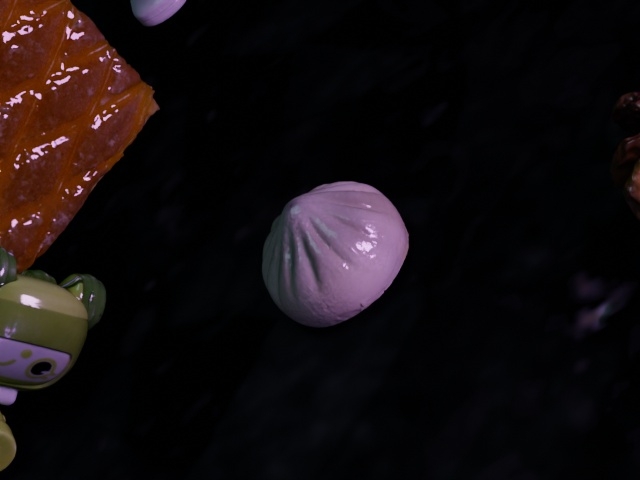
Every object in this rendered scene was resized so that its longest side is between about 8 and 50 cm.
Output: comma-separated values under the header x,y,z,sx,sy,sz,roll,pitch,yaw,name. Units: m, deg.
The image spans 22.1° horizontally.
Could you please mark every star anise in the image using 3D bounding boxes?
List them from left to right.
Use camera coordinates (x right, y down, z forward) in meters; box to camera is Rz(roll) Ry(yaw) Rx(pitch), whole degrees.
x,y,z,sx,sy,sz,roll,pitch,yaw,name
0.309,-0.087,1.213,0.234,0.073,0.177,13,70,44,star anise

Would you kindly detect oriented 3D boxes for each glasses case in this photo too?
x,y,z,sx,sy,sz,roll,pitch,yaw,name
-0.201,-0.331,2.044,0.074,0.049,0.193,-32,35,16,glasses case

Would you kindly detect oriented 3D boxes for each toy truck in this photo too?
x,y,z,sx,sy,sz,roll,pitch,yaw,name
-0.324,0.104,1.607,0.187,0.148,0.210,28,99,54,toy truck

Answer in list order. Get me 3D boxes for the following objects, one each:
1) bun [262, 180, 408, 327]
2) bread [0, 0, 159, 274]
x,y,z,sx,sy,sz,roll,pitch,yaw,name
0.000,0.000,1.416,0.138,0.094,0.138,-26,40,24,bun
-0.374,-0.156,1.819,0.279,0.279,0.207,-54,33,-12,bread
